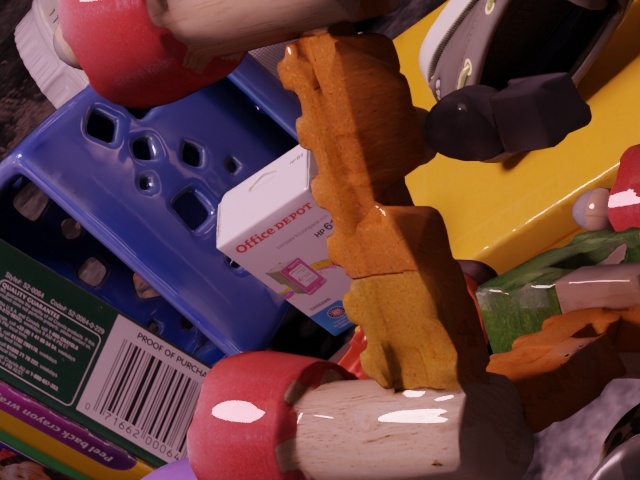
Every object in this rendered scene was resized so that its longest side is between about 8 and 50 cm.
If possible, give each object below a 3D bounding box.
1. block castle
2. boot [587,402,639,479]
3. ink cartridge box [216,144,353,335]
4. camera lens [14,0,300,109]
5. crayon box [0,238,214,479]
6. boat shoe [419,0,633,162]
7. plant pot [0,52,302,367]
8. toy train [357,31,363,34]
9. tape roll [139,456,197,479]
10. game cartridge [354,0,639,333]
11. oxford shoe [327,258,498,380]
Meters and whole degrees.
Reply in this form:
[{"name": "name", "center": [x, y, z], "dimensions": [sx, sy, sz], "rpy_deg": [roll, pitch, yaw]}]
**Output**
[{"name": "block castle", "center": [0.087, -0.069, 1.003], "dimensions": [0.213, 0.303, 0.453], "rpy_deg": [-7, 13, 44]}, {"name": "boot", "center": [0.285, 0.124, 0.771], "dimensions": [0.284, 0.377, 0.138], "rpy_deg": [4, -91, -85]}, {"name": "ink cartridge box", "center": [0.000, 0.000, 1.327], "dimensions": [0.088, 0.122, 0.052], "rpy_deg": [-34, 34, 29]}, {"name": "camera lens", "center": [-0.117, -0.218, 1.760], "dimensions": [0.274, 0.219, 0.219], "rpy_deg": [-42, 28, 14]}, {"name": "crayon box", "center": [-0.289, 0.102, 1.398], "dimensions": [0.313, 0.363, 0.106], "rpy_deg": [-33, 30, 52]}, {"name": "boat shoe", "center": [0.165, -0.179, 1.259], "dimensions": [0.305, 0.109, 0.091], "rpy_deg": [-59, 35, 40]}, {"name": "plant pot", "center": [-0.120, -0.030, 1.486], "dimensions": [0.212, 0.236, 0.236], "rpy_deg": [-54, 11, -25]}, {"name": "toy train", "center": [0.006, -0.122, 1.657], "dimensions": [0.027, 0.036, 0.158], "rpy_deg": [-15, 42, 47]}, {"name": "tape roll", "center": [-0.047, 0.223, 1.135], "dimensions": [0.080, 0.189, 0.189], "rpy_deg": [-2, 53, 56]}, {"name": "game cartridge", "center": [0.143, -0.096, 1.418], "dimensions": [0.285, 0.052, 0.324], "rpy_deg": [-34, 34, 28]}, {"name": "oxford shoe", "center": [0.030, 0.118, 1.296], "dimensions": [0.271, 0.097, 0.098], "rpy_deg": [-45, -7, 24]}]
